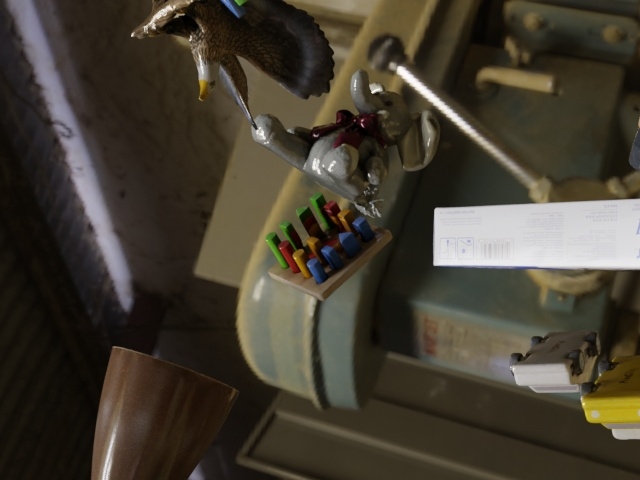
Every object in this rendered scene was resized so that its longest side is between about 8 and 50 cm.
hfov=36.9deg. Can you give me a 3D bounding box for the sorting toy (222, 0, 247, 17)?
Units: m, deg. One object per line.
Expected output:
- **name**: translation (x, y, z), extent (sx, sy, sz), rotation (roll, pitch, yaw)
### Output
- **sorting toy**: translation (-0.157, -0.384, 0.975), extent (0.348, 0.047, 0.196), rotation (55, 178, -26)

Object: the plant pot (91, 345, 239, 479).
- **plant pot**: translation (-0.268, 0.313, 1.514), extent (0.215, 0.215, 0.230), rotation (58, -131, -68)

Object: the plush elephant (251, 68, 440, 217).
- **plush elephant**: translation (0.084, -0.219, 1.946), extent (0.330, 0.272, 0.255), rotation (35, -97, -46)

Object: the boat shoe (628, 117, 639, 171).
- **boat shoe**: translation (0.722, -0.079, 1.511), extent (0.156, 0.500, 0.187), rotation (-67, -9, 26)

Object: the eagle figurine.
- **eagle figurine**: translation (-0.155, -0.324, 1.598), extent (0.298, 0.226, 0.225), rotation (19, -75, -41)

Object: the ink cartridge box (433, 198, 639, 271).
- **ink cartridge box**: translation (0.185, -0.002, 0.651), extent (0.097, 0.207, 0.046), rotation (2, -92, -40)

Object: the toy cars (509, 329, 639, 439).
- **toy cars**: translation (0.367, 0.195, 1.284), extent (0.393, 0.176, 0.087), rotation (-162, 62, -78)

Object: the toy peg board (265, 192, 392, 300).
- **toy peg board**: translation (0.000, 0.000, 1.554), extent (0.161, 0.160, 0.079), rotation (-42, -59, -19)
